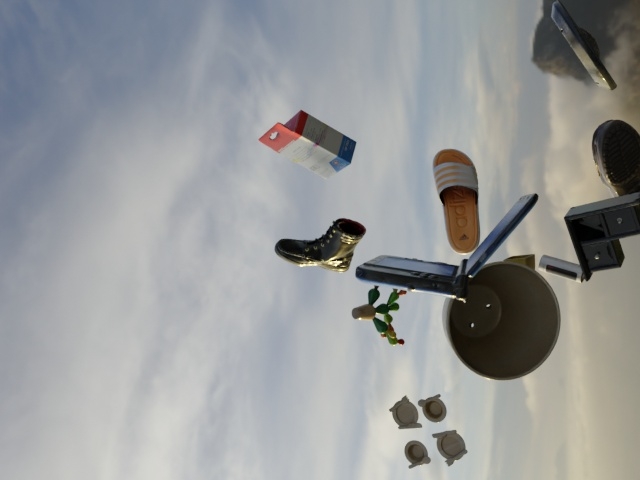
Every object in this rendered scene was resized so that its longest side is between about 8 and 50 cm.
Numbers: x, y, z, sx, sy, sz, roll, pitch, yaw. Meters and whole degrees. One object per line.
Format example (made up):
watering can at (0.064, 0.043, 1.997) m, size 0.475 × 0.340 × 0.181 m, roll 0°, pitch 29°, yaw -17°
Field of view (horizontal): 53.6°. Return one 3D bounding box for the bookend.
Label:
bookend at (0.632, -0.008, 1.368) m, size 0.072 × 0.156 × 0.157 m, roll -34°, pitch -74°, yaw -50°

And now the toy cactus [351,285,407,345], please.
toy cactus at (0.177, 0.211, 1.884) m, size 0.180 × 0.112 × 0.219 m, roll -3°, pitch -97°, yaw -38°

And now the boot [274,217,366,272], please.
boot at (0.001, -0.001, 1.820) m, size 0.179 × 0.236 × 0.085 m, roll 118°, pitch 160°, yaw -46°

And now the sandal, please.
sandal at (0.323, -0.103, 1.464) m, size 0.076 × 0.101 × 0.266 m, roll 55°, pitch -154°, yaw -69°

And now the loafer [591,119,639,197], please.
loafer at (0.848, -0.215, 1.833) m, size 0.366 × 0.133 × 0.130 m, roll 50°, pitch -176°, yaw -41°

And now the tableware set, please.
tableware set at (0.229, 0.411, 1.370) m, size 0.020 × 0.141 × 0.169 m, roll -4°, pitch -110°, yaw -59°

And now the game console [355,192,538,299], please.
game console at (0.212, -0.008, 1.062) m, size 0.293 × 0.250 × 0.174 m, roll -9°, pitch -72°, yaw -76°

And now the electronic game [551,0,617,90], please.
electronic game at (0.573, -0.422, 1.374) m, size 0.229 × 0.048 × 0.229 m, roll 38°, pitch -148°, yaw -29°

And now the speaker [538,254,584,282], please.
speaker at (0.755, 0.087, 1.981) m, size 0.055 × 0.136 × 0.055 m, roll -29°, pitch -52°, yaw -44°

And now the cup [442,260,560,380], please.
cup at (0.494, 0.221, 1.862) m, size 0.237 × 0.330 × 0.332 m, roll -174°, pitch 82°, yaw -83°

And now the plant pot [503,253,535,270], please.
plant pot at (0.665, 0.094, 2.105) m, size 0.081 × 0.081 × 0.083 m, roll -15°, pitch -85°, yaw -50°

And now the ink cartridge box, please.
ink cartridge box at (-0.036, -0.268, 1.720) m, size 0.231 × 0.134 × 0.078 m, roll 27°, pitch -116°, yaw -23°
